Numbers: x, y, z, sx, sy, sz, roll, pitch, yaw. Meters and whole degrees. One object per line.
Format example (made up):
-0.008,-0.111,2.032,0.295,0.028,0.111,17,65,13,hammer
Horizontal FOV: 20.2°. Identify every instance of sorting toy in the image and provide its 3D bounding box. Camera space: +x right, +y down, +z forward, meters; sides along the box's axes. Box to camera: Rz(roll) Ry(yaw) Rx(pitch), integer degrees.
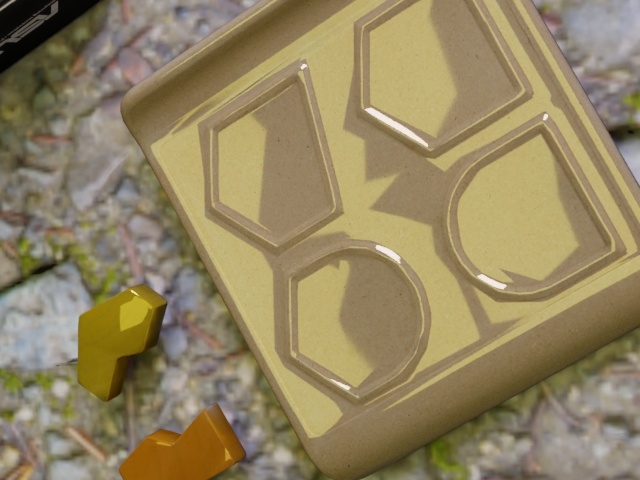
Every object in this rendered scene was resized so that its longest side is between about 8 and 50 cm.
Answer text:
0.000,0.000,0.896,0.307,0.041,0.229,-31,87,20,sorting toy

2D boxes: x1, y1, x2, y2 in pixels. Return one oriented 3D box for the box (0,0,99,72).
-0.351,-0.163,0.985,0.395,0.097,0.318,-34,84,20,box
